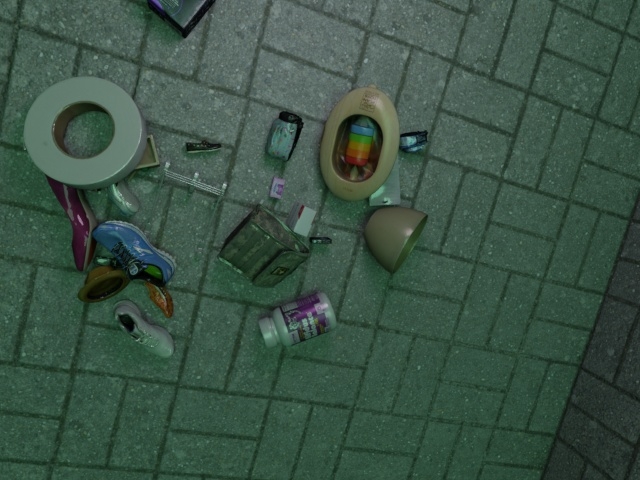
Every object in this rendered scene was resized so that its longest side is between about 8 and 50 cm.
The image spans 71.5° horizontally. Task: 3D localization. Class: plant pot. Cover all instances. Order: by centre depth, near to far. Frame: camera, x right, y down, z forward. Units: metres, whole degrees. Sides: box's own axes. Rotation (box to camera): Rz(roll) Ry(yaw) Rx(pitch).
[{"bbox_3d":[0.292,-0.029,1.847,0.190,0.284,0.284,32,91,17],"label":"plant pot"}]

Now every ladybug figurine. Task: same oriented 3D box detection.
[{"bbox_3d":[0.159,-0.378,1.747,0.304,0.162,0.450,19,110,10],"label":"ladybug figurine"}]

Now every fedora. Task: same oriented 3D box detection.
[{"bbox_3d":[-0.814,0.152,1.659,0.194,0.194,0.079,-35,69,-6],"label":"fedora"}]

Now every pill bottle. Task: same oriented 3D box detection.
[{"bbox_3d":[-0.098,0.338,1.843,0.301,0.169,0.170,-19,104,-10],"label":"pill bottle"}]

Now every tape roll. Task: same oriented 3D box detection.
[{"bbox_3d":[-0.801,-0.368,1.526,0.391,0.072,0.393,0,82,-4],"label":"tape roll"}]

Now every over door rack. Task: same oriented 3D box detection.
[{"bbox_3d":[-0.519,-0.125,1.698,0.239,0.108,0.325,20,109,-16],"label":"over door rack"}]

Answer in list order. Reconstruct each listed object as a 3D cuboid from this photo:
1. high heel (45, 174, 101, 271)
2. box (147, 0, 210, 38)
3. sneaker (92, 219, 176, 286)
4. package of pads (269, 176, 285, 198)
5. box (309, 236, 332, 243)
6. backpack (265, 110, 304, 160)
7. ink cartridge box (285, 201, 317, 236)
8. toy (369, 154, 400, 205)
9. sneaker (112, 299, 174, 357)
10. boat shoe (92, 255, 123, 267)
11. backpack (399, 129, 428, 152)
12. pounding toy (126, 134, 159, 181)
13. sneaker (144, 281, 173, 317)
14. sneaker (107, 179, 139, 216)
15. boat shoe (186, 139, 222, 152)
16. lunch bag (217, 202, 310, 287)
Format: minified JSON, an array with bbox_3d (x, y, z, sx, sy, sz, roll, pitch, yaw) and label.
[{"bbox_3d":[-0.902,-0.081,1.598,0.181,0.127,0.378,5,89,-13],"label":"high heel"},{"bbox_3d":[-0.457,-0.878,1.547,0.165,0.143,0.270,39,89,-19],"label":"box"},{"bbox_3d":[-0.677,0.054,1.623,0.129,0.147,0.330,-41,118,19],"label":"sneaker"},{"bbox_3d":[-0.175,-0.212,1.795,0.050,0.032,0.084,13,97,-14],"label":"package of pads"},{"bbox_3d":[0.000,0.000,1.859,0.083,0.067,0.018,0,100,-13],"label":"box"},{"bbox_3d":[-0.142,-0.403,1.723,0.115,0.152,0.182,17,108,-11],"label":"backpack"},{"bbox_3d":[-0.080,-0.087,1.781,0.063,0.150,0.109,22,94,-20],"label":"ink cartridge box"},{"bbox_3d":[0.262,-0.269,1.882,0.136,0.056,0.238,-3,96,-10],"label":"toy"},{"bbox_3d":[-0.691,0.362,1.720,0.111,0.129,0.297,-46,108,-4],"label":"sneaker"},{"bbox_3d":[-0.796,0.083,1.690,0.125,0.038,0.046,11,97,-15],"label":"boat shoe"},{"bbox_3d":[0.380,-0.411,1.860,0.114,0.105,0.084,-12,104,-11],"label":"backpack"},{"bbox_3d":[-0.666,-0.301,1.635,0.130,0.100,0.141,-15,97,-17],"label":"pounding toy"},{"bbox_3d":[-0.634,0.228,1.754,0.067,0.064,0.175,-20,100,11],"label":"sneaker"},{"bbox_3d":[-0.755,-0.197,1.632,0.086,0.085,0.237,-23,99,18],"label":"sneaker"},{"bbox_3d":[-0.444,-0.359,1.693,0.132,0.049,0.042,-6,109,-8],"label":"boat shoe"},{"bbox_3d":[-0.212,0.046,1.730,0.287,0.169,0.235,39,117,-18],"label":"lunch bag"}]
